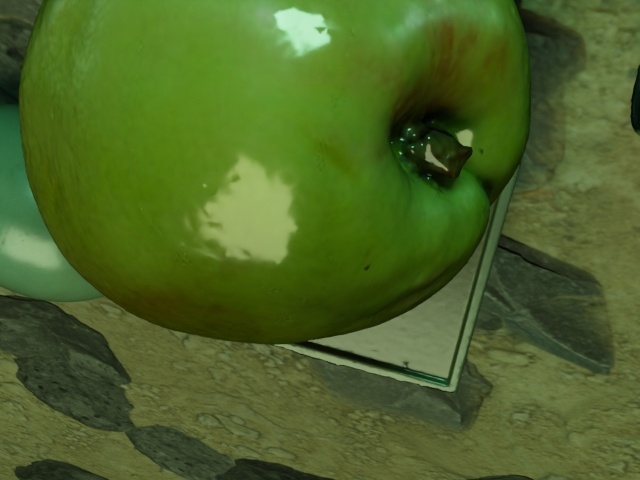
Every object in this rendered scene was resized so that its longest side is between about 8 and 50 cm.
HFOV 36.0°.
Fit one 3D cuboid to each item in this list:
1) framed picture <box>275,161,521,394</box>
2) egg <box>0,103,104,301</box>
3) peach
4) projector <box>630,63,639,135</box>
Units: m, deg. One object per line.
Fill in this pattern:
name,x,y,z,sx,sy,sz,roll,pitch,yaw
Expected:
framed picture,0.000,0.000,0.834,0.290,0.020,0.211,14,107,7
egg,-0.256,-0.035,0.896,0.231,0.168,0.168,25,148,-2
peach,-0.035,-0.073,0.623,0.316,0.281,0.314,12,154,26
projector,0.364,-0.064,0.586,0.338,0.108,0.108,18,148,2
